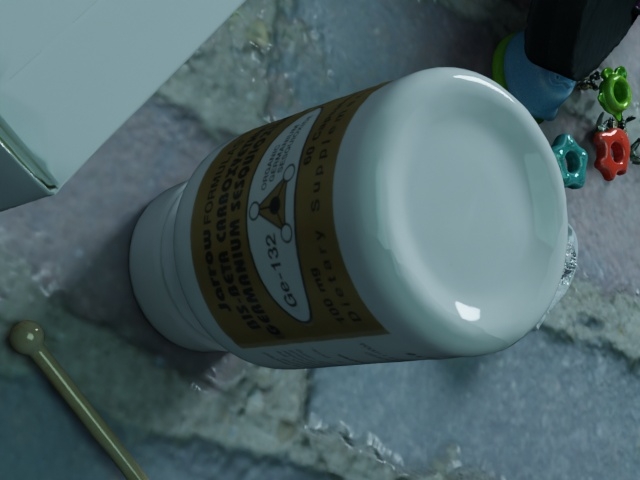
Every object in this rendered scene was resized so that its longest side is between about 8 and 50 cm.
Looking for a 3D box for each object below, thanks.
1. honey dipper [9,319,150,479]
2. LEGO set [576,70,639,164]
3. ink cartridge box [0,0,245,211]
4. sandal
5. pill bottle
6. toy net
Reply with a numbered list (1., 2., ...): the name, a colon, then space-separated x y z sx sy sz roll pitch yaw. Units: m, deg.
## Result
1. honey dipper: -0.112 0.107 0.621 0.030 0.030 0.161 -43 107 -35
2. LEGO set: 0.229 -0.094 0.934 0.054 0.023 0.083 -8 74 -41
3. ink cartridge box: -0.144 -0.085 0.511 0.093 0.212 0.154 50 56 -20
4. sandal: 0.291 -0.234 0.893 0.446 0.107 0.168 -45 151 -42
5. pill bottle: 0.000 0.000 0.599 0.131 0.229 0.131 7 78 -37
6. toy net: 0.170 -0.040 0.862 0.122 0.045 0.232 25 69 -34
